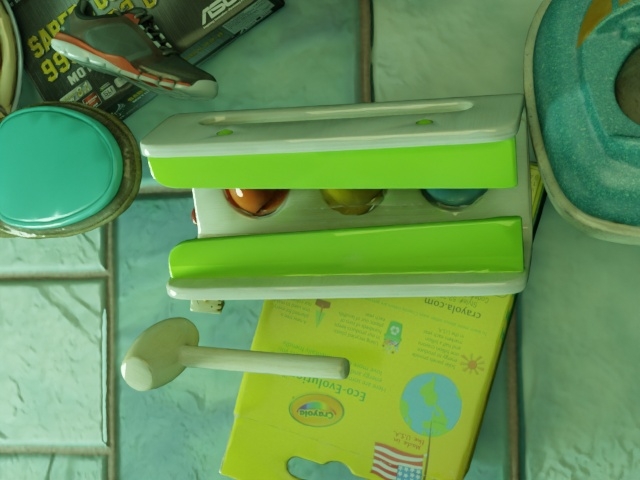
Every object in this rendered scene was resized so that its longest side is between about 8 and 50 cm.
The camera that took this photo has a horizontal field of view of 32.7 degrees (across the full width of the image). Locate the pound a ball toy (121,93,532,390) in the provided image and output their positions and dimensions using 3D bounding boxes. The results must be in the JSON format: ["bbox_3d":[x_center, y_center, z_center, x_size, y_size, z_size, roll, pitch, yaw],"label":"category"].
[{"bbox_3d":[0.000,0.000,0.840,0.319,0.136,0.208,-2,111,15],"label":"pound a ball toy"}]

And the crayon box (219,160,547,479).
[{"bbox_3d":[0.053,0.069,0.916,0.202,0.081,0.318,16,91,13],"label":"crayon box"}]

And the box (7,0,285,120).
[{"bbox_3d":[-0.175,-0.227,0.988,0.231,0.056,0.183,-33,82,11],"label":"box"}]

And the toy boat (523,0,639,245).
[{"bbox_3d":[0.313,-0.131,0.812,0.318,0.148,0.267,-3,65,5],"label":"toy boat"}]

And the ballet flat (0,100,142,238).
[{"bbox_3d":[-0.254,-0.046,0.943,0.342,0.124,0.116,-8,80,33],"label":"ballet flat"}]

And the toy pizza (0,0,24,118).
[{"bbox_3d":[-0.358,-0.168,1.012,0.201,0.032,0.201,5,101,28],"label":"toy pizza"}]

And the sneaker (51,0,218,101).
[{"bbox_3d":[-0.154,-0.166,0.924,0.158,0.061,0.064,21,89,12],"label":"sneaker"}]

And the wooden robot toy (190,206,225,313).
[{"bbox_3d":[-0.070,-0.019,0.956,0.079,0.076,0.173,7,90,2],"label":"wooden robot toy"}]
